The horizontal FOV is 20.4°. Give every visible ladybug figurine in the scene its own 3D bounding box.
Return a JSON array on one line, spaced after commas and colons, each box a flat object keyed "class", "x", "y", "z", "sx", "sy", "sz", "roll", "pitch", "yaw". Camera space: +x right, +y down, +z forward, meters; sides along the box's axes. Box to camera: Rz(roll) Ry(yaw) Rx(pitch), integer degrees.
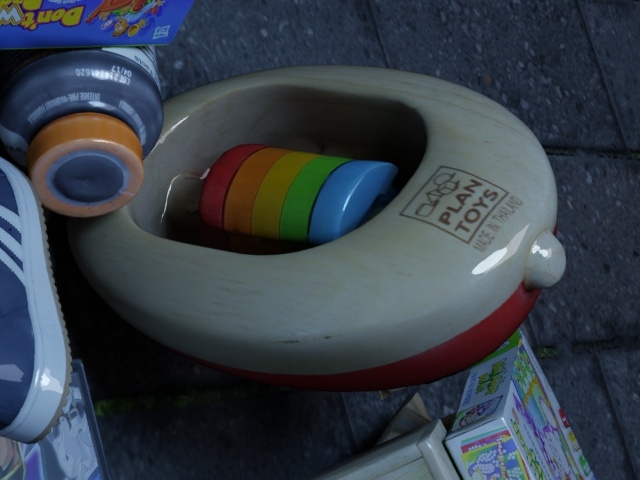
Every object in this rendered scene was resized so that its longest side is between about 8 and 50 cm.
[{"class": "ladybug figurine", "x": 0.000, "y": 0.000, "z": 1.392, "sx": 0.305, "sy": 0.449, "sz": 0.162, "roll": -48, "pitch": 132, "yaw": -28}]

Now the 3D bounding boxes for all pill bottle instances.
[{"class": "pill bottle", "x": -0.194, "y": -0.135, "z": 1.403, "sx": 0.130, "sy": 0.130, "sz": 0.246, "roll": 31, "pitch": 34, "yaw": -39}]

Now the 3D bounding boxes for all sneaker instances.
[{"class": "sneaker", "x": -0.273, "y": 0.013, "z": 1.232, "sx": 0.153, "sy": 0.099, "sz": 0.282, "roll": 21, "pitch": 29, "yaw": -36}]

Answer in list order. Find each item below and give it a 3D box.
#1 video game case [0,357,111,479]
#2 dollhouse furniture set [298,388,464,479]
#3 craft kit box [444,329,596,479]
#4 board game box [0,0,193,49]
[{"class": "video game case", "x": -0.236, "y": 0.210, "z": 1.219, "sx": 0.275, "sy": 0.035, "sz": 0.248, "roll": -1, "pitch": 72, "yaw": -55}, {"class": "dollhouse furniture set", "x": 0.041, "y": 0.240, "z": 1.515, "sx": 0.362, "sy": 0.256, "sz": 0.394, "roll": 64, "pitch": 14, "yaw": -2}, {"class": "craft kit box", "x": 0.187, "y": 0.221, "z": 1.443, "sx": 0.250, "sy": 0.061, "sz": 0.246, "roll": 63, "pitch": 17, "yaw": -8}, {"class": "board game box", "x": -0.266, "y": -0.295, "z": 1.350, "sx": 0.233, "sy": 0.078, "sz": 0.347, "roll": -6, "pitch": 54, "yaw": -38}]
